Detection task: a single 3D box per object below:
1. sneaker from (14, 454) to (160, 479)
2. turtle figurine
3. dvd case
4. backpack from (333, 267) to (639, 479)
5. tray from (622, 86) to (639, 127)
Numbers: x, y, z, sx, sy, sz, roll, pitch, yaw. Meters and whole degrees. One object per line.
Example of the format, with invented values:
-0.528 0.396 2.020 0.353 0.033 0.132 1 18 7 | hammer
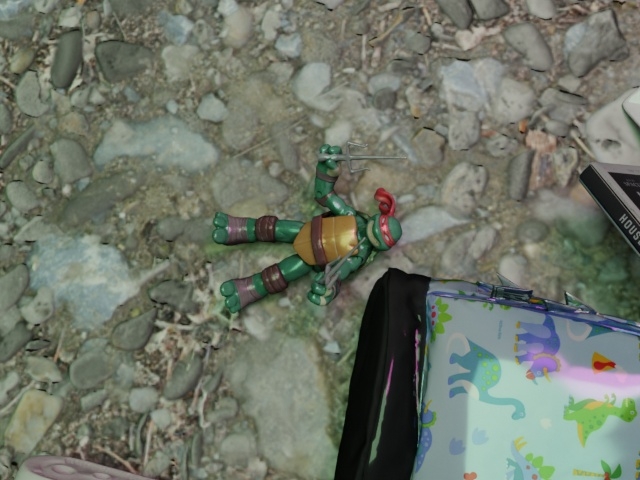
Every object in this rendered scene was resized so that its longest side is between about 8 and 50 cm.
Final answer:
-0.199 0.378 0.846 0.323 0.130 0.236 15 90 8 | sneaker
0.000 0.000 0.894 0.234 0.118 0.175 -15 60 22 | turtle figurine
0.373 0.019 0.776 0.179 0.029 0.238 1 47 -33 | dvd case
0.213 0.181 0.766 0.356 0.273 0.290 14 74 -5 | backpack
0.434 -0.101 0.822 0.145 0.030 0.270 -41 45 21 | tray
